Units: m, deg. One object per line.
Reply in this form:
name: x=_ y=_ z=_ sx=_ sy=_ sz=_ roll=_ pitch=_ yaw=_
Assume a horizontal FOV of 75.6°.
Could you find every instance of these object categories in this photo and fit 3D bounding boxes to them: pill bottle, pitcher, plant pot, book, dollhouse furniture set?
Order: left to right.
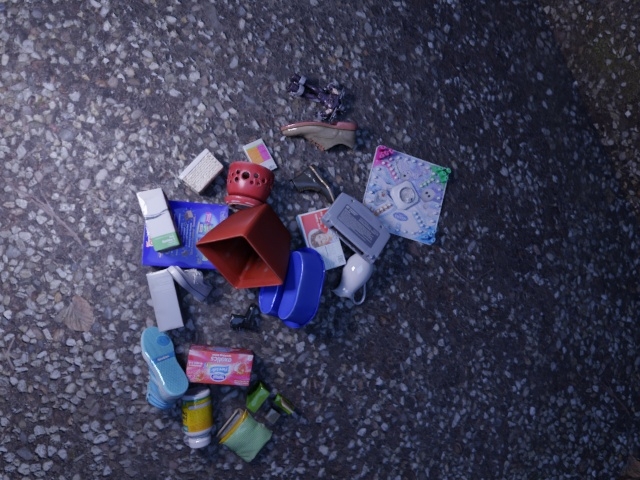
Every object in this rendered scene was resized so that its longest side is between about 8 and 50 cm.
pill bottle: x=-0.492 y=0.709 z=1.657 sx=0.117 sy=0.117 sz=0.209 roll=-5 pitch=89 yaw=-13
plant pot: x=-0.297 y=-0.214 z=1.714 sx=0.191 sy=0.191 sz=0.174 roll=11 pitch=80 yaw=-12
plant pot: x=-0.269 y=0.008 z=1.619 sx=0.267 sy=0.267 sz=0.236 roll=55 pitch=42 yaw=-32
dollhouse furniture set: x=-0.266 y=0.762 z=1.688 sx=0.197 sy=0.151 sz=0.302 roll=41 pitch=79 yaw=-8
book: x=-0.267 y=-0.365 z=1.818 sx=0.096 sy=0.035 sz=0.144 roll=-29 pitch=94 yaw=-16
pitcher: x=0.165 y=0.176 z=1.851 sx=0.177 sy=0.125 sz=0.207 roll=32 pitch=87 yaw=-34

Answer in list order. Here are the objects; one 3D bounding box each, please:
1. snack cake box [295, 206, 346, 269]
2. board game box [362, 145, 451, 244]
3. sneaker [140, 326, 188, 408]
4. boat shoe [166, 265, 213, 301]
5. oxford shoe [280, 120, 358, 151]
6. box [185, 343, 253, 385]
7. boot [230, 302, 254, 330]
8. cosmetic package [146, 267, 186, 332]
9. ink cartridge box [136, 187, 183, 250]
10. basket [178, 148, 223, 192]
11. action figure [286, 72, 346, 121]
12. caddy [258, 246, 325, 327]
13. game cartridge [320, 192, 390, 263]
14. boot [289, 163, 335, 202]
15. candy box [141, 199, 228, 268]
snack cake box: x=0.000 y=0.000 z=1.828 sx=0.152 sy=0.089 sz=0.265 roll=-16 pitch=90 yaw=-12
board game box: x=0.408 y=-0.216 z=1.956 sx=0.389 sy=0.050 sz=0.390 roll=16 pitch=83 yaw=-11
sneaker: x=-0.649 y=0.518 z=1.634 sx=0.127 sy=0.208 sz=0.319 roll=-3 pitch=49 yaw=-45
boat shoe: x=-0.504 y=0.155 z=1.628 sx=0.096 sy=0.268 sz=0.088 roll=34 pitch=73 yaw=31
oxford shoe: x=-0.004 y=-0.464 z=1.842 sx=0.347 sy=0.123 sz=0.130 roll=-1 pitch=104 yaw=-6
box: x=-0.410 y=0.508 z=1.685 sx=0.256 sy=0.122 sz=0.128 roll=9 pitch=86 yaw=-12
boot: x=-0.332 y=0.324 z=1.756 sx=0.099 sy=0.045 sz=0.121 roll=6 pitch=86 yaw=-10
cosmetic package: x=-0.614 y=0.236 z=1.653 sx=0.107 sy=0.127 sz=0.238 roll=-16 pitch=92 yaw=-13
ink cartridge box: x=-0.593 y=-0.071 z=1.534 sx=0.092 sy=0.160 sz=0.220 roll=-18 pitch=90 yaw=-14
basket: x=-0.494 y=-0.281 z=1.720 sx=0.103 sy=0.113 sz=0.167 roll=44 pitch=78 yaw=-11
action figure: x=-0.007 y=-0.652 z=1.866 sx=0.284 sy=0.099 sz=0.186 roll=24 pitch=75 yaw=-15
caddy: x=-0.108 y=0.188 z=1.715 sx=0.179 sy=0.241 sz=0.342 roll=19 pitch=81 yaw=-47
game cartridge: x=0.162 y=-0.062 z=1.805 sx=0.297 sy=0.062 sz=0.198 roll=42 pitch=53 yaw=-6
boot: x=-0.034 y=-0.226 z=1.849 sx=0.137 sy=0.077 sz=0.198 roll=-33 pitch=81 yaw=-8
candy box: x=-0.545 y=-0.024 z=1.687 sx=0.316 sy=0.122 sz=0.269 roll=5 pitch=87 yaw=-14
